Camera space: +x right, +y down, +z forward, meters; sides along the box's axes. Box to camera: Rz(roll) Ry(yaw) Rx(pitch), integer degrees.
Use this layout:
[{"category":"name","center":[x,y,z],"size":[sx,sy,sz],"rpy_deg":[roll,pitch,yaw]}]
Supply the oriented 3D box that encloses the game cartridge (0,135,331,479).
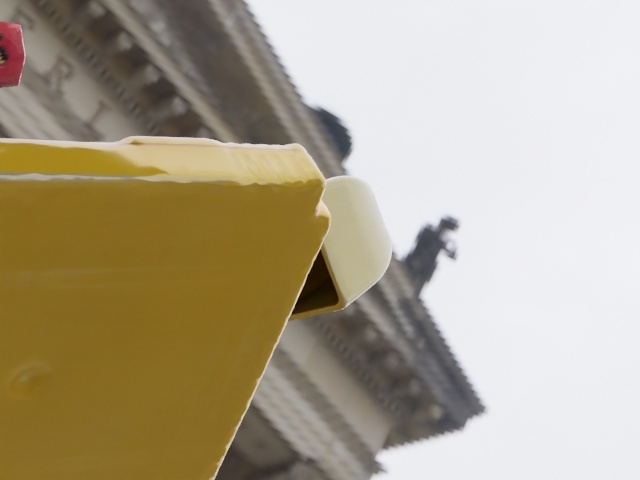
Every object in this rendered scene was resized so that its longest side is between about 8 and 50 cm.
[{"category":"game cartridge","center":[-0.172,0.063,0.942],"size":[0.053,0.323,0.285],"rpy_deg":[54,-48,38]}]

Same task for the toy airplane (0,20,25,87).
[{"category":"toy airplane","center":[-0.193,-0.101,0.672],"size":[0.151,0.028,0.151],"rpy_deg":[0,-83,0]}]

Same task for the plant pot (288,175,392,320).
[{"category":"plant pot","center":[0.000,0.000,1.097],"size":[0.081,0.083,0.081],"rpy_deg":[-15,-82,44]}]
